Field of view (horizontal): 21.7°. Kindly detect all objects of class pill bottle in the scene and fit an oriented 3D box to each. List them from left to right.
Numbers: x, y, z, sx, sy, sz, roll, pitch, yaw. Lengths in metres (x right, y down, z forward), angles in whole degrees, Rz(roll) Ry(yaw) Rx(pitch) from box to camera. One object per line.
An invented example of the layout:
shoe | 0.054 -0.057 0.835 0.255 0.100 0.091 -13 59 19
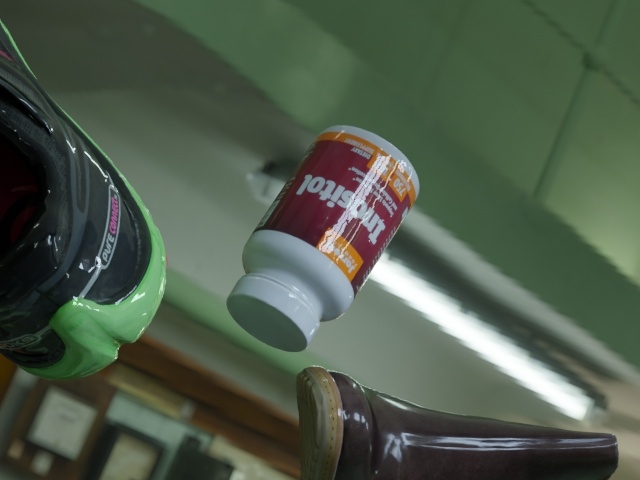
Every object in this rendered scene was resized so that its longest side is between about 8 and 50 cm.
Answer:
pill bottle | 0.000 0.000 1.168 0.086 0.152 0.086 25 -27 14

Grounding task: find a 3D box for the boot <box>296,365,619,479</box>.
boot | 0.090 0.130 1.090 0.207 0.090 0.248 -4 -17 2

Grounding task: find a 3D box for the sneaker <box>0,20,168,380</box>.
sneaker | -0.292 -0.110 1.112 0.483 0.185 0.202 40 -2 19
